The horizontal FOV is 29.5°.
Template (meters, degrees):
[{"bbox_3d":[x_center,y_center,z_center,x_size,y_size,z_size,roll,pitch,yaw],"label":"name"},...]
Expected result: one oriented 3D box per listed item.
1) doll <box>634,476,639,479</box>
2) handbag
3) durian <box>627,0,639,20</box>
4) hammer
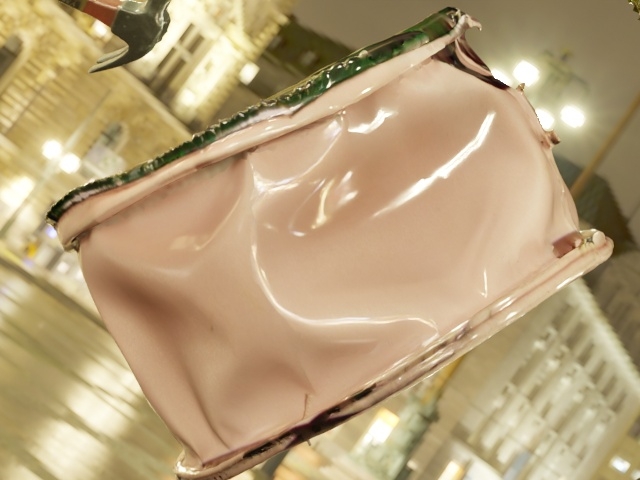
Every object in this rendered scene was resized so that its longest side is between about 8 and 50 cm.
[{"bbox_3d":[0.182,0.163,0.550,0.143,0.135,0.234,46,24,22],"label":"doll"},{"bbox_3d":[-0.001,-0.001,0.473,0.179,0.205,0.116,-30,92,-55],"label":"handbag"},{"bbox_3d":[0.320,-0.334,0.899,0.169,0.352,0.158,43,34,11],"label":"durian"},{"bbox_3d":[-0.262,-0.232,1.016,0.288,0.111,0.033,25,35,-6],"label":"hammer"}]
